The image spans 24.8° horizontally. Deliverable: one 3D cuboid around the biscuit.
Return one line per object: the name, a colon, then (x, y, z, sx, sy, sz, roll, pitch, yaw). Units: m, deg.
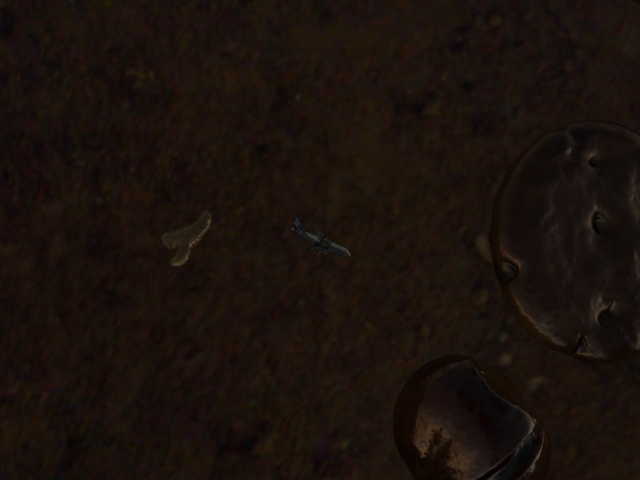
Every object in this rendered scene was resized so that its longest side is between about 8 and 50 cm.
biscuit: (0.238, 0.000, 1.230, 0.212, 0.036, 0.212, 3, 82, -23)

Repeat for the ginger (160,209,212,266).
ginger: (-0.177, -0.002, 1.879, 0.048, 0.030, 0.097, 20, 55, 17)

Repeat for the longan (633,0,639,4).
longan: (0.451, -0.383, 1.656, 0.243, 0.300, 0.300, 37, 55, 0)

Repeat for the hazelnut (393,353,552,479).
hazelnut: (0.178, 0.236, 1.766, 0.204, 0.178, 0.178, 51, 51, -23)

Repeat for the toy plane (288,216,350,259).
toy plane: (-0.002, 0.002, 1.808, 0.084, 0.078, 0.024, 33, 65, 4)
